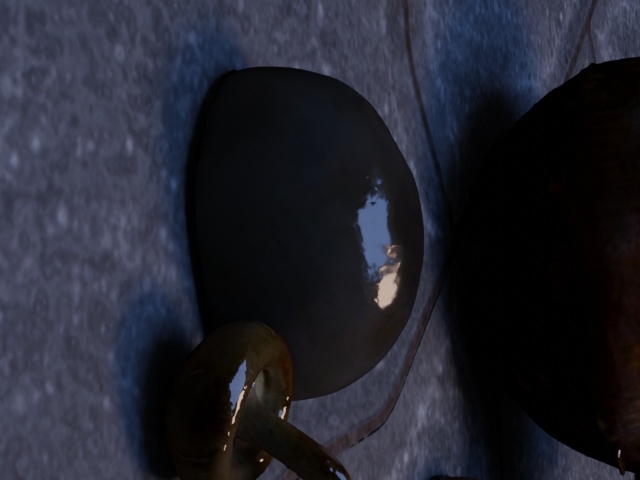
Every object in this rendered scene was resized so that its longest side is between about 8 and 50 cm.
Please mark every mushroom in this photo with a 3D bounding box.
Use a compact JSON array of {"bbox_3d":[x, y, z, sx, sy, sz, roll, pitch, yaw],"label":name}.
[{"bbox_3d":[-0.032,0.104,0.820,0.129,0.073,0.088,54,38,-16],"label":"mushroom"},{"bbox_3d":[0.000,0.000,0.882,0.141,0.117,0.188,-24,116,-53],"label":"mushroom"}]

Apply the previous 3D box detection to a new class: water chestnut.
[{"bbox_3d":[0.287,0.025,1.290,0.350,0.302,0.350,-7,90,-67],"label":"water chestnut"}]

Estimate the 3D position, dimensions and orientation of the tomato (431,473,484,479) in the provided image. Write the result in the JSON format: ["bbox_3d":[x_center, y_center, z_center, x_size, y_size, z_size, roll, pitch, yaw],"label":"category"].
[{"bbox_3d":[0.159,0.281,1.176,0.214,0.155,0.180,69,34,-41],"label":"tomato"}]

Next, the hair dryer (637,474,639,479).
[{"bbox_3d":[0.393,0.211,1.864,0.100,0.057,0.197,9,72,-67],"label":"hair dryer"}]
